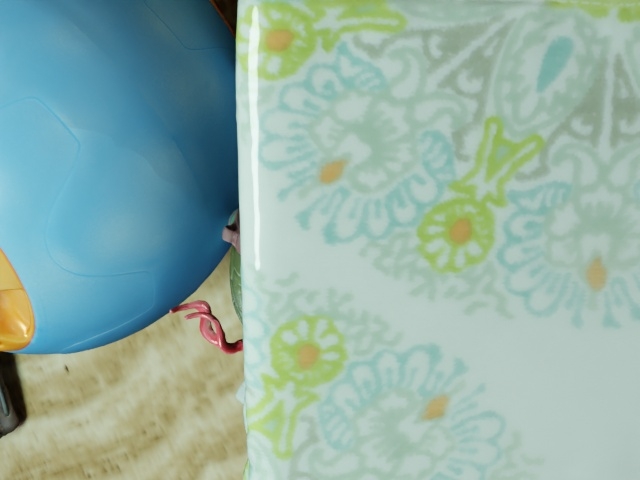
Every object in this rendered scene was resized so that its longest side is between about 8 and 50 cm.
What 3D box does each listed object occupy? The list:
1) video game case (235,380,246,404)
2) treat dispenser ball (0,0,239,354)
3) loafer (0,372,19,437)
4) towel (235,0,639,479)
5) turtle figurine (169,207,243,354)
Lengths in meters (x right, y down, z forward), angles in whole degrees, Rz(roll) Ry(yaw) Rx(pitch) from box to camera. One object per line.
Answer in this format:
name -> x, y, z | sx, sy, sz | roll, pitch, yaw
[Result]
video game case -> 0.048, 0.163, 1.306 | 0.190, 0.173, 0.022 | 35, 89, 25
treat dispenser ball -> -0.183, -0.068, 1.302 | 0.288, 0.288, 0.288 | 18, 120, 35
loafer -> -0.311, 0.029, 1.618 | 0.109, 0.095, 0.302 | -150, 52, -67
towel -> 0.114, 0.000, 1.093 | 0.320, 0.090, 0.374 | -1, 111, -2
turtle figurine -> 0.000, 0.000, 1.181 | 0.175, 0.118, 0.234 | 24, 114, 29
